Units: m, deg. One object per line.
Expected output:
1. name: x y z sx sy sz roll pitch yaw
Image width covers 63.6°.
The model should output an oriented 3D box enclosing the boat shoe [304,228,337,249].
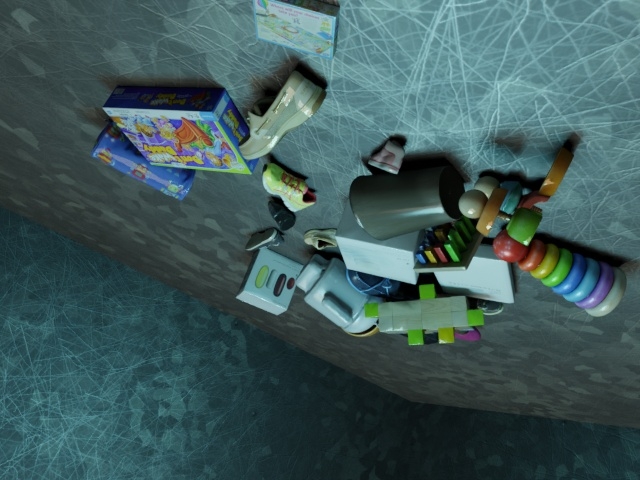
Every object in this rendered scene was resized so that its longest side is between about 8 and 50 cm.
1. boat shoe: 0.000 0.000 1.743 0.063 0.059 0.170 36 152 -33

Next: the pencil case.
1. pencil case: -0.527 -0.240 1.559 0.306 0.133 0.119 29 127 -22

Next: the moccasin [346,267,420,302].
1. moccasin: 0.234 0.134 1.801 0.117 0.137 0.342 -15 155 43

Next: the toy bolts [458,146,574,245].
1. toy bolts: 0.402 -0.111 1.089 0.159 0.218 0.228 27 -167 18

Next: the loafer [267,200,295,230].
1. loafer: -0.126 -0.082 1.686 0.061 0.062 0.170 54 176 21

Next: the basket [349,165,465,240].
1. basket: 0.220 -0.095 1.248 0.227 0.154 0.204 -8 146 42

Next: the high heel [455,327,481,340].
1. high heel: 0.530 0.318 1.999 0.244 0.082 0.117 34 166 -1

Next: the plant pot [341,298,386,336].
1. plant pot: 0.191 0.291 2.094 0.205 0.205 0.188 7 170 28

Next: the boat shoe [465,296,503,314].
1. boat shoe: 0.558 0.224 1.795 0.152 0.056 0.049 -4 152 45

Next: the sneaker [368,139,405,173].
1. sneaker: 0.158 -0.197 1.202 0.051 0.070 0.134 18 -172 -18

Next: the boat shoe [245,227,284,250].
1. boat shoe: -0.209 0.010 1.919 0.065 0.075 0.206 36 148 -26

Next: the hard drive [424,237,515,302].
1. hard drive: 0.461 0.097 1.575 0.233 0.047 0.353 8 159 27

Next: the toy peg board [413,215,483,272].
1. toy peg board: 0.330 -0.001 1.370 0.161 0.161 0.079 -6 128 47

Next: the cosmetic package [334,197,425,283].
1. cosmetic package: 0.182 0.006 1.511 0.224 0.138 0.224 12 157 19

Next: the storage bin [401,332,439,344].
1. storage bin: 0.411 0.371 2.208 0.180 0.084 0.122 25 156 -11

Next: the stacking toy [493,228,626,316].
1. stacking toy: 0.600 0.066 1.336 0.330 0.141 0.141 26 157 1

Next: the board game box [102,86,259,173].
1. board game box: -0.357 -0.288 1.353 0.347 0.078 0.233 8 152 25

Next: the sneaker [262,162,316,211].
1. sneaker: -0.084 -0.157 1.454 0.094 0.081 0.208 -5 154 32

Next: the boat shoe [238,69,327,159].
1. boat shoe: -0.112 -0.279 1.161 0.098 0.109 0.302 37 147 -23

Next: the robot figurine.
1. robot figurine: 0.082 0.202 1.894 0.353 0.300 0.199 36 116 -4

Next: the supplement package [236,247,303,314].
1. supplement package: -0.207 0.166 2.099 0.194 0.203 0.149 25 157 -12

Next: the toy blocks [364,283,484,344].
1. toy blocks: 0.373 0.267 1.789 0.382 0.190 0.261 -7 165 20

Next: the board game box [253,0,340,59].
1. board game box: -0.044 -0.394 0.940 0.154 0.026 0.103 18 157 5
